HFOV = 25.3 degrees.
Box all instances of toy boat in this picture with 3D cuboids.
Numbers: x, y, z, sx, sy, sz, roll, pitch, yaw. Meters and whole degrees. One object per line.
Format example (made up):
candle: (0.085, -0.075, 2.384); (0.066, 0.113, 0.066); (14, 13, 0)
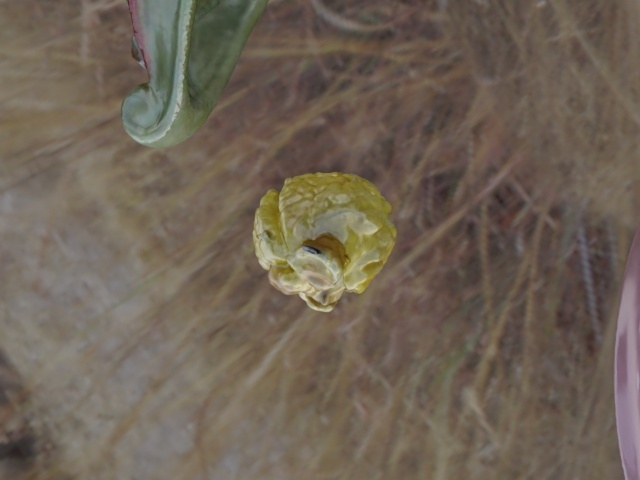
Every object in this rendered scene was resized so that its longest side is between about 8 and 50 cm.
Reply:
toy boat: (-0.022, -0.120, 0.489); (0.071, 0.089, 0.185); (40, 95, 12)

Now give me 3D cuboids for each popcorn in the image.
popcorn: (0.000, 0.000, 0.803); (0.084, 0.084, 0.084); (23, 129, 32)

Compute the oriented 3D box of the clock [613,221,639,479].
clock: (0.215, 0.069, 0.672); (0.056, 0.244, 0.244); (-5, 111, 41)
